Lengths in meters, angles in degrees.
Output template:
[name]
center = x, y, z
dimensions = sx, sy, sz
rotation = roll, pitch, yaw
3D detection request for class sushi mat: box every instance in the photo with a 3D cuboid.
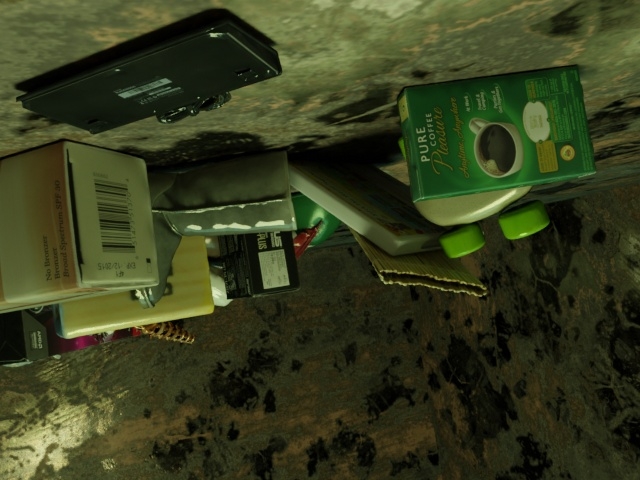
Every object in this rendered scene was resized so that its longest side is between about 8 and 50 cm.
[sushi mat]
center = 0.091, -0.022, 0.795
dimensions = 0.151, 0.019, 0.316
rotation = 10, -156, -21

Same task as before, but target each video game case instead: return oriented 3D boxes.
[video game case]
center = 0.080, -0.052, 0.798
dimensions = 0.206, 0.026, 0.227
rotation = -5, -146, -47

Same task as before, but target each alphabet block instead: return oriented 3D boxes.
[alphabet block]
center = -0.283, 0.028, 0.843
dimensions = 0.197, 0.193, 0.192
rotation = -7, 178, -28

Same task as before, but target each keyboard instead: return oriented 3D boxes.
[keyboard]
center = -0.119, -0.115, 0.430
dimensions = 0.180, 0.023, 0.108
rotation = -10, 170, 23

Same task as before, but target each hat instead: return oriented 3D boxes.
[hat]
center = 0.000, 0.000, 1.159
dimensions = 0.208, 0.183, 0.173
rotation = -11, 176, 19

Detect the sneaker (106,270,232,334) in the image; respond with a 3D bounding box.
[sneaker]
center = -0.306, 0.095, 1.021
dimensions = 0.292, 0.169, 0.108
rotation = 23, 163, -5

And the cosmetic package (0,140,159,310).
[cosmetic package]
center = -0.344, 0.002, 0.650
dimensions = 0.296, 0.153, 0.129
rotation = -12, 174, 21

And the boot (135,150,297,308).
[boot]
center = -0.134, -0.014, 0.735
dimensions = 0.208, 0.189, 0.076
rotation = -4, -169, -13

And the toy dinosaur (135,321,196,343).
[toy dinosaur]
center = -0.374, 0.089, 1.161
dimensions = 0.164, 0.218, 0.322
rotation = 21, 154, 40

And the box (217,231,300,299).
[box]
center = -0.105, -0.002, 0.912
dimensions = 0.077, 0.180, 0.147
rotation = -7, 175, -25

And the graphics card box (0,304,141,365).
[graphics card box]
center = -0.517, 0.111, 1.204
dimensions = 0.094, 0.233, 0.371
rotation = -9, 175, 15

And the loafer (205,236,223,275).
[loafer]
center = -0.187, 0.005, 1.163
dimensions = 0.130, 0.134, 0.366
rotation = -9, 176, -5

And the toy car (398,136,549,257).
[toy car]
center = 0.207, -0.089, 0.722
dimensions = 0.149, 0.155, 0.188
rotation = -21, -175, 35

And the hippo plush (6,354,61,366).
[hippo plush]
center = -0.695, 0.228, 1.450
dimensions = 0.294, 0.234, 0.236
rotation = -24, -151, -18

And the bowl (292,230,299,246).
[bowl]
center = -0.085, -0.004, 1.261
dimensions = 0.142, 0.053, 0.142
rotation = -12, -176, -11

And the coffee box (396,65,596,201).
[coffee box]
center = 0.175, -0.106, 0.588
dimensions = 0.184, 0.113, 0.040
rotation = -10, 179, -6
